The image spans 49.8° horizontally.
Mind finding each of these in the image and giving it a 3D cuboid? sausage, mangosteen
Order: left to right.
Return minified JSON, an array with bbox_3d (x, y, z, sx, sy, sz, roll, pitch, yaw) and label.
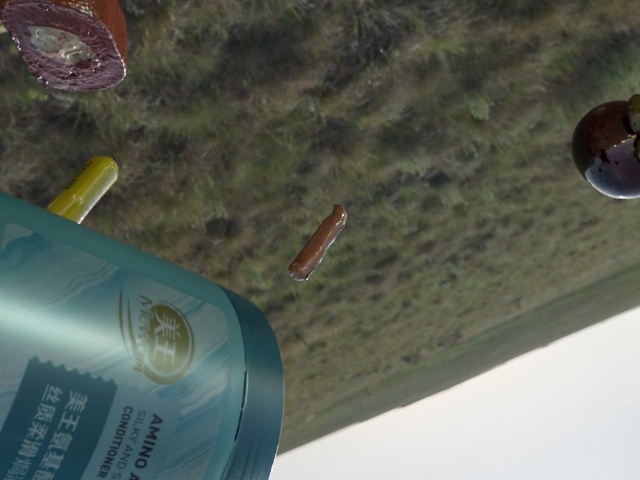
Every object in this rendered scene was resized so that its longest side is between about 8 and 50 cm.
[{"bbox_3d":[0.000,0.000,1.115,0.158,0.042,0.036,-56,156,-27],"label":"sausage"},{"bbox_3d":[0.538,-0.164,1.191,0.199,0.200,0.200,-21,165,-6],"label":"mangosteen"}]

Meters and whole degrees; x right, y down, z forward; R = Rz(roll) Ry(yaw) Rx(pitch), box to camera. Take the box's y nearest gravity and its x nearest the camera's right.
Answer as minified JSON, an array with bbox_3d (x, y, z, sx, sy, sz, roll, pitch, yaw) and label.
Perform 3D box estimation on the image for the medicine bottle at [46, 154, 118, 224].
[{"bbox_3d":[-0.460,-0.046,1.236,0.095,0.064,0.261,-19,-146,55],"label":"medicine bottle"}]

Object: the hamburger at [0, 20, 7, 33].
[{"bbox_3d":[-0.709,-0.556,1.358,0.318,0.319,0.158,-16,-169,-23],"label":"hamburger"}]

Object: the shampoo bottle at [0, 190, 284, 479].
[{"bbox_3d":[-0.269,0.147,0.670,0.331,0.331,0.342,-32,137,31],"label":"shampoo bottle"}]

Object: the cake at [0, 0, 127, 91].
[{"bbox_3d":[-0.439,-0.381,1.204,0.176,0.151,0.283,-7,158,-7],"label":"cake"}]
